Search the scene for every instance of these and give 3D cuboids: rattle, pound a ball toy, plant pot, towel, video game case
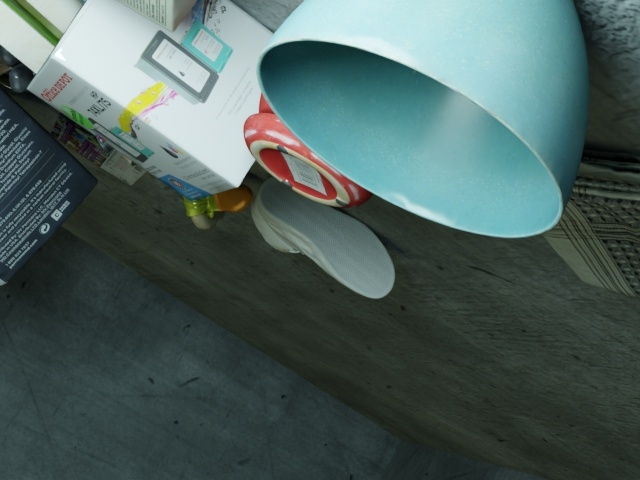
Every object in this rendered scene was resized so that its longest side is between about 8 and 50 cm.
[{"bbox_3d":[-0.175,-0.086,1.909,0.142,0.130,0.199,-22,163,12],"label":"rattle"},{"bbox_3d":[-0.416,-0.372,1.340,0.319,0.136,0.208,44,-168,-54],"label":"pound a ball toy"},{"bbox_3d":[0.117,-0.160,0.874,0.290,0.195,0.290,27,165,8],"label":"plant pot"},{"bbox_3d":[0.392,0.001,1.167,0.312,0.056,0.324,15,158,43],"label":"towel"},{"bbox_3d":[-0.453,-0.201,2.067,0.210,0.042,0.232,33,164,-13],"label":"video game case"},{"bbox_3d":[0.012,-0.147,1.158,0.191,0.174,0.191,29,165,9],"label":"plant pot"}]

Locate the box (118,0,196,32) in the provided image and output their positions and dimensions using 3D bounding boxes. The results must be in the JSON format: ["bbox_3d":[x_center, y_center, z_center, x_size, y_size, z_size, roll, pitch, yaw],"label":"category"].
[{"bbox_3d":[-0.217,-0.345,1.017,0.232,0.127,0.148,30,165,-2],"label":"box"}]

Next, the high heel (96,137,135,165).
[{"bbox_3d":[-0.250,-0.200,1.602,0.093,0.186,0.261,62,-177,-6],"label":"high heel"}]

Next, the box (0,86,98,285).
[{"bbox_3d":[-0.763,-0.230,1.884,0.480,0.297,0.472,36,172,33],"label":"box"}]

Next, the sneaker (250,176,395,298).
[{"bbox_3d":[0.000,0.000,1.799,0.292,0.108,0.169,41,165,-5],"label":"sneaker"}]

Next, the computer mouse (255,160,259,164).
[{"bbox_3d":[-0.025,-0.112,1.590,0.193,0.042,0.106,29,170,-20],"label":"computer mouse"}]

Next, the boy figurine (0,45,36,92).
[{"bbox_3d":[-0.359,-0.263,1.540,0.285,0.092,0.177,13,128,29],"label":"boy figurine"}]

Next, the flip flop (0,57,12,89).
[{"bbox_3d":[-0.536,-0.300,1.769,0.277,0.080,0.112,41,171,21],"label":"flip flop"}]

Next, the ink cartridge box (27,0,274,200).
[{"bbox_3d":[-0.197,-0.211,1.274,0.270,0.197,0.198,35,163,-18],"label":"ink cartridge box"}]
